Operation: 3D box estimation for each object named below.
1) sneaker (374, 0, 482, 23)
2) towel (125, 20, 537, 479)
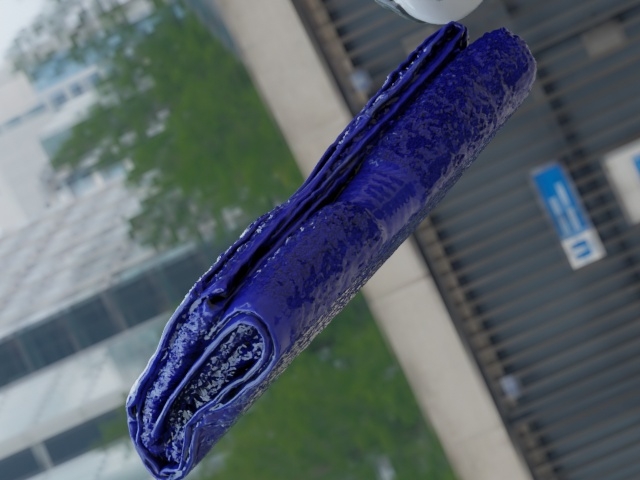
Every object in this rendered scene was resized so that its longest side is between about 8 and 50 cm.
[{"bbox_3d":[0.181,-0.278,1.089,0.169,0.447,0.257,-19,-129,-44],"label":"sneaker"},{"bbox_3d":[0.000,0.000,1.151,0.076,0.227,0.308,42,-126,3],"label":"towel"}]
